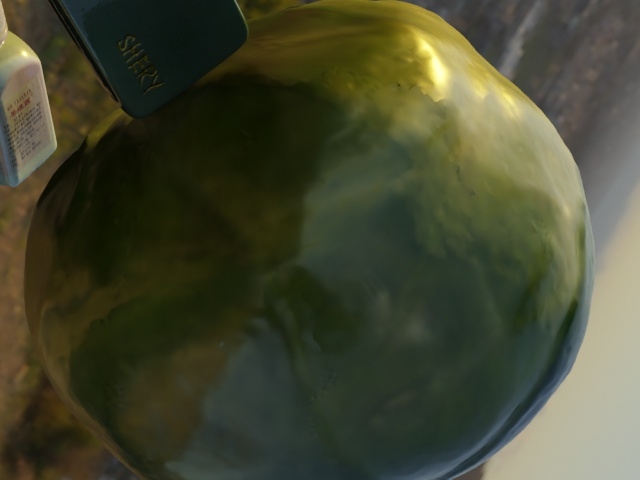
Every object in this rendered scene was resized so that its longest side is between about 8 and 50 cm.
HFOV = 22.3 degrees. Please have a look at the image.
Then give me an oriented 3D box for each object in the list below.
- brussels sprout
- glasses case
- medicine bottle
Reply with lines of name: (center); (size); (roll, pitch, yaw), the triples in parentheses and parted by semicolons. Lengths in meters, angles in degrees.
brussels sprout: (0.006, 0.002, 0.931); (0.289, 0.281, 0.354); (-32, -162, 22)
glasses case: (-0.097, -0.140, 0.750); (0.078, 0.039, 0.184); (-38, 143, -8)
medicine bottle: (-0.212, -0.098, 0.994); (0.055, 0.074, 0.118); (-49, 147, -42)
